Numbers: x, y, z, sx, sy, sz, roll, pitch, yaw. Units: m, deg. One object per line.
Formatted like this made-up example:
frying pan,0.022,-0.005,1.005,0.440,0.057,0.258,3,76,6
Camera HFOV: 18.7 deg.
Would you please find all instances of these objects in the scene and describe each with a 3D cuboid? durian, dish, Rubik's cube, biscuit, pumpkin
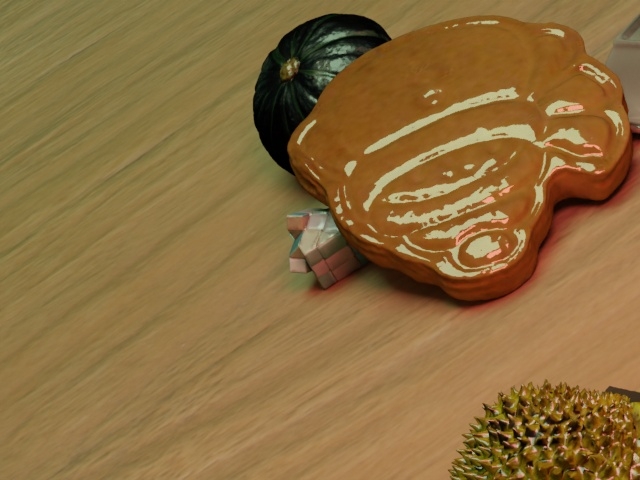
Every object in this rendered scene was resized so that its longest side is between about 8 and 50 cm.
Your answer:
durian,0.166,0.185,1.394,0.198,0.159,0.146,-12,33,34
dish,0.355,-0.192,1.933,0.154,0.064,0.234,10,49,50
Rubik's cube,0.001,-0.002,1.946,0.084,0.075,0.073,-20,45,-10
biscuit,0.141,-0.097,1.887,0.312,0.057,0.351,-30,46,-4
pumpkin,0.009,-0.156,2.118,0.194,0.150,0.194,-34,22,16

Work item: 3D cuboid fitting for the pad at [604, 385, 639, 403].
pad,0.256,0.170,1.498,0.127,0.004,0.190,-45,31,-26
